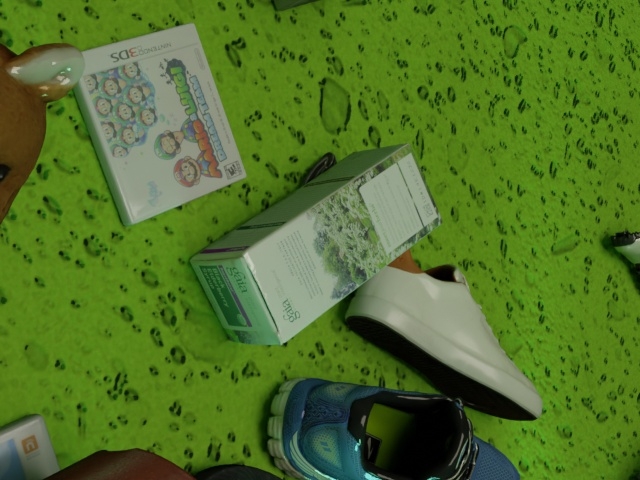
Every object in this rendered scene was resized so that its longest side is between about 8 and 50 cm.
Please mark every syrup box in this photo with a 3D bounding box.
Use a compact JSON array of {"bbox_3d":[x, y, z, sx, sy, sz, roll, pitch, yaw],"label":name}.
[{"bbox_3d":[0.000,0.000,0.990,0.237,0.096,0.093,-35,108,-33],"label":"syrup box"}]

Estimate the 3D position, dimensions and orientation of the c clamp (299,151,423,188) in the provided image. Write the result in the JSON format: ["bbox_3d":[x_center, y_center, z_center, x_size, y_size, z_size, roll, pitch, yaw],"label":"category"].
[{"bbox_3d":[0.038,-0.042,1.100,0.161,0.022,0.137,24,74,-39],"label":"c clamp"}]

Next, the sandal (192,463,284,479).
[{"bbox_3d":[0.000,0.400,0.940,0.167,0.107,0.445,-32,105,-41],"label":"sandal"}]

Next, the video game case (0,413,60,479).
[{"bbox_3d":[-0.274,0.260,0.764,0.212,0.023,0.193,-22,99,-42],"label":"video game case"}]

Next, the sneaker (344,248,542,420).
[{"bbox_3d":[0.160,0.101,1.131,0.290,0.106,0.123,38,63,-31],"label":"sneaker"}]

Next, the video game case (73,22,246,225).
[{"bbox_3d":[-0.147,-0.109,0.937,0.143,0.019,0.157,-27,103,-41],"label":"video game case"}]

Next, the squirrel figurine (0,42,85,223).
[{"bbox_3d":[-0.311,-0.153,0.594,0.370,0.281,0.396,16,60,-63],"label":"squirrel figurine"}]

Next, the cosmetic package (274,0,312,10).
[{"bbox_3d":[0.040,-0.320,0.990,0.107,0.238,0.127,-27,103,-42],"label":"cosmetic package"}]

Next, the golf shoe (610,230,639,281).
[{"bbox_3d":[0.485,0.038,1.463,0.198,0.077,0.093,15,74,-39],"label":"golf shoe"}]

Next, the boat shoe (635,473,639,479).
[{"bbox_3d":[0.488,0.393,1.370,0.500,0.156,0.186,-28,98,-53],"label":"boat shoe"}]

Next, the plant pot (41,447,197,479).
[{"bbox_3d":[-0.187,0.284,0.664,0.265,0.272,0.272,-29,104,-50],"label":"plant pot"}]

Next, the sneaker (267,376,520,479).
[{"bbox_3d":[0.105,0.227,1.035,0.330,0.147,0.129,26,67,-38],"label":"sneaker"}]
